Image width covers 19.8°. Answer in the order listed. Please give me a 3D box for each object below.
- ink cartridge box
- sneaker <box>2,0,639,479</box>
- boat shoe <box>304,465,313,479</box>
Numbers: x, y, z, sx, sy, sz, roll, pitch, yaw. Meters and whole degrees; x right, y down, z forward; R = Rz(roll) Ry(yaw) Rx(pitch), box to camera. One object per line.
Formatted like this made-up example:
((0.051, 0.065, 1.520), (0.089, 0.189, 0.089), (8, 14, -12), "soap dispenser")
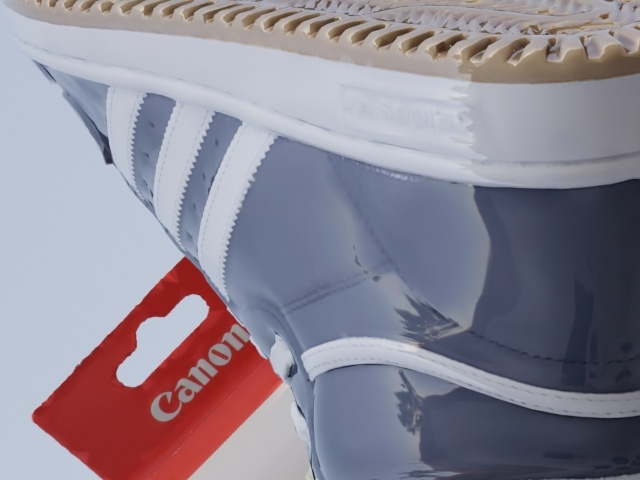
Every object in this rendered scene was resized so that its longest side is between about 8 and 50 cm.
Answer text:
((-0.027, 0.120, 1.054), (0.224, 0.056, 0.181), (42, -81, -15), "ink cartridge box")
((0.000, 0.000, 0.501), (0.099, 0.282, 0.153), (-19, -69, -28), "sneaker")
((0.045, 0.126, 0.560), (0.049, 0.152, 0.056), (-52, -28, 8), "boat shoe")
